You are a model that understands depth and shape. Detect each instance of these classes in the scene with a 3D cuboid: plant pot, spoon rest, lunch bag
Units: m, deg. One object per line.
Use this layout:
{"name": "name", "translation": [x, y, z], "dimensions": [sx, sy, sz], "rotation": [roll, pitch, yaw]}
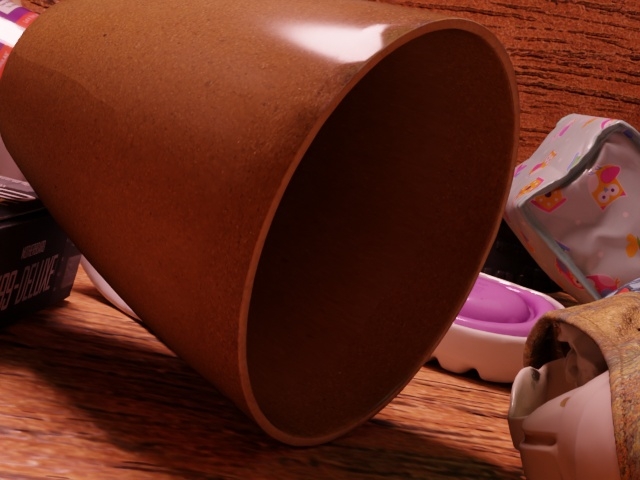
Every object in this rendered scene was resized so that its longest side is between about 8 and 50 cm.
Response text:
{"name": "plant pot", "translation": [-0.059, -0.046, 0.705], "dimensions": [0.254, 0.237, 0.237], "rotation": [26, 13, 30]}
{"name": "spoon rest", "translation": [-0.074, 0.036, 0.842], "dimensions": [0.276, 0.084, 0.137], "rotation": [34, 19, 29]}
{"name": "lunch bag", "translation": [0.311, 0.008, 1.229], "dimensions": [0.262, 0.160, 0.223], "rotation": [46, 5, -4]}

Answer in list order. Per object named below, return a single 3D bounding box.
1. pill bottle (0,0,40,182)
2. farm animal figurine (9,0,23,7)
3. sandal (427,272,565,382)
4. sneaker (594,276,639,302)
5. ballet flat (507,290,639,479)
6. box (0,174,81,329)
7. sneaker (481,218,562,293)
{"name": "pill bottle", "translation": [-0.353, -0.137, 0.931], "dimensions": [0.323, 0.181, 0.181], "rotation": [25, 7, -5]}
{"name": "farm animal figurine", "translation": [-0.288, -0.181, 1.264], "dimensions": [0.326, 0.330, 0.172], "rotation": [-8, 65, -59]}
{"name": "sandal", "translation": [0.005, -0.004, 0.995], "dimensions": [0.416, 0.102, 0.169], "rotation": [17, 21, 15]}
{"name": "sneaker", "translation": [0.253, 0.090, 0.980], "dimensions": [0.125, 0.104, 0.262], "rotation": [-29, -2, 35]}
{"name": "ballet flat", "translation": [0.158, 0.101, 0.664], "dimensions": [0.123, 0.123, 0.348], "rotation": [14, 9, 4]}
{"name": "box", "translation": [-0.320, -0.019, 0.740], "dimensions": [0.307, 0.077, 0.242], "rotation": [14, 7, 5]}
{"name": "sneaker", "translation": [0.139, -0.004, 1.383], "dimensions": [0.283, 0.107, 0.124], "rotation": [18, -3, -13]}
